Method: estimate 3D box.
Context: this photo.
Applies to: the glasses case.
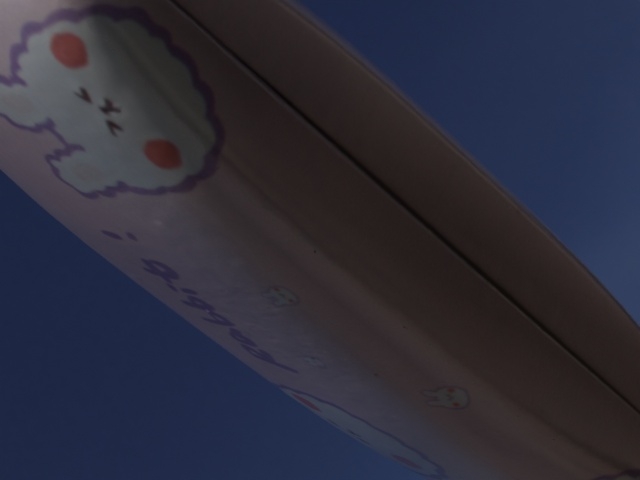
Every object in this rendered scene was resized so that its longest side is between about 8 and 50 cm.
[{"bbox_3d":[0.000,0.000,0.458,0.297,0.113,0.075,40,-112,-30],"label":"glasses case"}]
